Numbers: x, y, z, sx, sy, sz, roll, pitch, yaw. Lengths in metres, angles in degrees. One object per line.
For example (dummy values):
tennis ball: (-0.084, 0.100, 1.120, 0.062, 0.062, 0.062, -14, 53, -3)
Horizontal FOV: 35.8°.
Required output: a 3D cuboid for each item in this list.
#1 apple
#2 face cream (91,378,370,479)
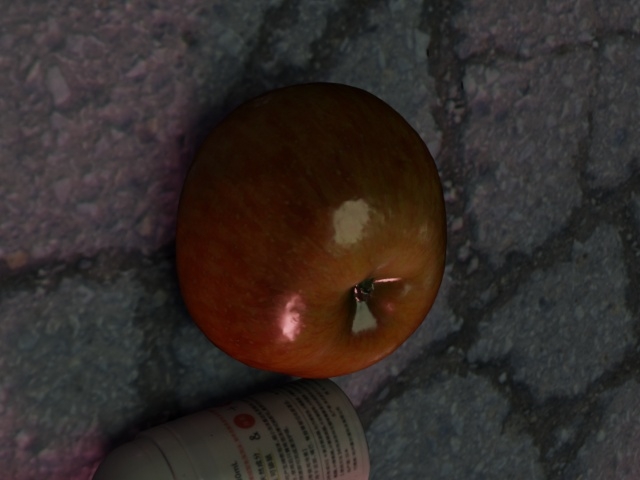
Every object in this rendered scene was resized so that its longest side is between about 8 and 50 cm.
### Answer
apple: (0.000, 0.000, 0.999, 0.277, 0.250, 0.309, -32, 116, -26)
face cream: (-0.138, 0.255, 1.014, 0.369, 0.145, 0.145, -14, 105, -30)
